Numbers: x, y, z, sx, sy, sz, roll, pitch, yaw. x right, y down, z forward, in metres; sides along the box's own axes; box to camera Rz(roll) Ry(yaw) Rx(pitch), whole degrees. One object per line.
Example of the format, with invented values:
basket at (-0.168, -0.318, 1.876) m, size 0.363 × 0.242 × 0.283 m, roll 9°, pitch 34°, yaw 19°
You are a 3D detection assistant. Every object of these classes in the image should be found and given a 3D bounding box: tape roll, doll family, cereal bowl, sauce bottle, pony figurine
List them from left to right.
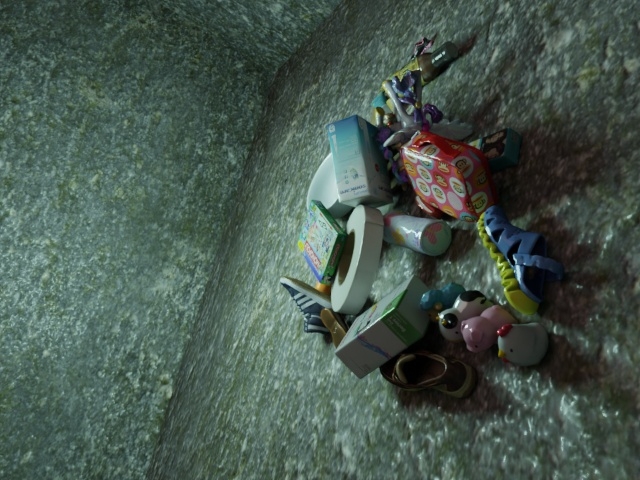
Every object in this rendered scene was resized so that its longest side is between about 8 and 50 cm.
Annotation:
cereal bowl at (0.092, -0.231, 2.257) m, size 0.339 × 0.141 × 0.338 m, roll -44°, pitch 32°, yaw 37°
tape roll at (0.123, 0.067, 1.854) m, size 0.392 × 0.072 × 0.391 m, roll -167°, pitch 90°, yaw -82°
doll family at (0.244, -0.428, 2.138) m, size 0.263 × 0.118 × 0.163 m, roll -23°, pitch 3°, yaw 39°
pony figurine at (0.313, -0.389, 1.816) m, size 0.351 × 0.303 × 0.363 m, roll 138°, pitch 125°, yaw -65°
sauce bottle at (0.400, -0.681, 2.128) m, size 0.344 × 0.112 × 0.111 m, roll -26°, pitch 45°, yaw 53°

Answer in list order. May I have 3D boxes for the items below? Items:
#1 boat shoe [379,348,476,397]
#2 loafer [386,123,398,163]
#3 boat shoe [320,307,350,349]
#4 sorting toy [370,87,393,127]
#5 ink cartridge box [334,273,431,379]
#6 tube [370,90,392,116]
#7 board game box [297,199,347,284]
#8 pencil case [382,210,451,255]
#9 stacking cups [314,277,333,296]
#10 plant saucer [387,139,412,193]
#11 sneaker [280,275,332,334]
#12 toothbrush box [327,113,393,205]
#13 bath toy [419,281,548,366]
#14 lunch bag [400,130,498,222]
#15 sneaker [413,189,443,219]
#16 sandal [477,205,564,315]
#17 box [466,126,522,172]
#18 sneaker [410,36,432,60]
boat shoe at (0.255, 0.345, 1.436) m, size 0.342 × 0.123 × 0.123 m, roll -6°, pitch 61°, yaw 61°
loafer at (0.234, -0.334, 2.057) m, size 0.267 × 0.096 × 0.084 m, roll -61°, pitch 20°, yaw 11°
boat shoe at (0.076, 0.319, 1.856) m, size 0.073 × 0.073 × 0.206 m, roll -52°, pitch 48°, yaw 29°
sorting toy at (0.281, -0.569, 2.322) m, size 0.132 × 0.046 × 0.274 m, roll -26°, pitch 45°, yaw 52°
ink cartridge box at (0.194, 0.254, 1.555) m, size 0.278 × 0.117 × 0.201 m, roll -44°, pitch 1°, yaw 35°
tube at (0.263, -0.586, 2.273) m, size 0.080 × 0.052 × 0.207 m, roll -43°, pitch 25°, yaw 16°
board game box at (0.000, 0.000, 2.064) m, size 0.317 × 0.046 × 0.213 m, roll 55°, pitch 131°, yaw 57°
pencil case at (0.302, -0.027, 1.710) m, size 0.273 × 0.124 × 0.113 m, roll 24°, pitch 131°, yaw 65°
stacking cups at (0.045, 0.134, 2.085) m, size 0.096 × 0.096 × 0.316 m, roll 19°, pitch 88°, yaw 64°
plant saucer at (0.285, -0.287, 2.063) m, size 0.278 × 0.041 × 0.277 m, roll -42°, pitch 33°, yaw 37°
sneaker at (-0.059, 0.253, 2.017) m, size 0.282 × 0.099 × 0.153 m, roll 27°, pitch 98°, yaw 24°
toothbrush box at (0.146, -0.273, 1.909) m, size 0.126 × 0.216 × 0.295 m, roll -13°, pitch 78°, yaw 28°
bath toy at (0.391, 0.207, 1.305) m, size 0.151 × 0.129 × 0.348 m, roll -63°, pitch 26°, yaw 1°
lunch bag at (0.360, -0.201, 1.537) m, size 0.120 × 0.258 × 0.293 m, roll -40°, pitch 38°, yaw -10°
sneaker at (0.376, -0.170, 1.732) m, size 0.128 × 0.087 × 0.221 m, roll -53°, pitch 29°, yaw 25°
sandal at (0.495, 0.026, 1.302) m, size 0.138 × 0.126 × 0.317 m, roll -43°, pitch 40°, yaw 30°
box at (0.491, -0.254, 1.620) m, size 0.244 × 0.060 × 0.100 m, roll -17°, pitch 52°, yaw 57°
sneaker at (0.423, -0.827, 2.283) m, size 0.119 × 0.057 × 0.047 m, roll -43°, pitch 34°, yaw 39°
